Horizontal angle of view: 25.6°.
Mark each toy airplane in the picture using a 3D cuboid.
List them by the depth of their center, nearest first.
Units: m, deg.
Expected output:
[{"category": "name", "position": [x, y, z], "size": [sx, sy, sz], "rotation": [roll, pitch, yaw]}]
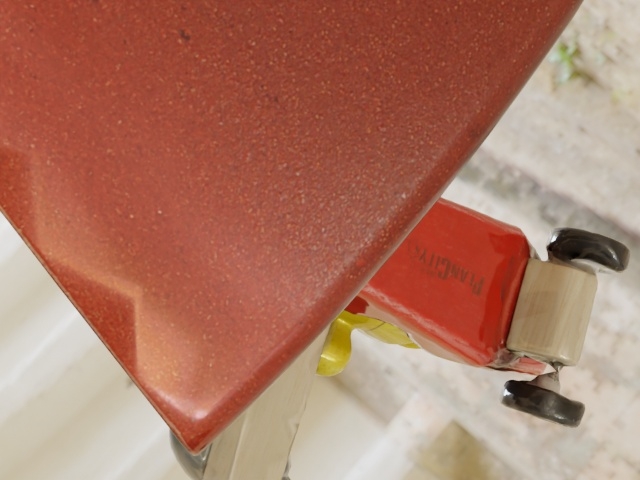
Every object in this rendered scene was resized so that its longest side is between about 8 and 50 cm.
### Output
[{"category": "toy airplane", "position": [0.000, 0.000, 0.980], "size": [0.272, 0.386, 0.384], "rotation": [10, 125, 48]}]

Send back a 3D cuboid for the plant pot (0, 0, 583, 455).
[{"category": "plant pot", "position": [-0.051, -0.124, 0.558], "size": [0.267, 0.236, 0.267], "rotation": [55, 175, -19]}]
